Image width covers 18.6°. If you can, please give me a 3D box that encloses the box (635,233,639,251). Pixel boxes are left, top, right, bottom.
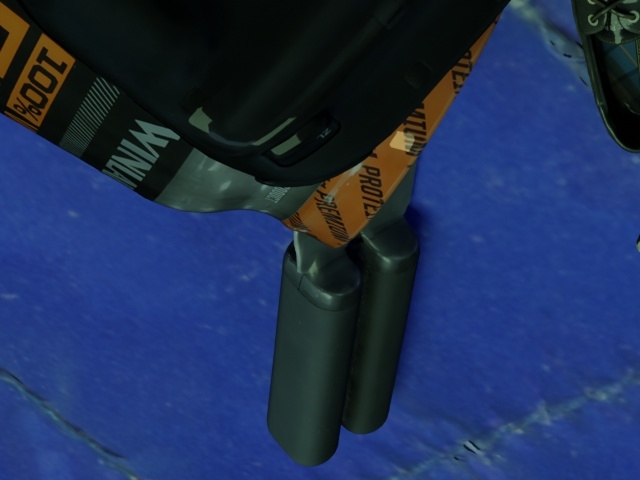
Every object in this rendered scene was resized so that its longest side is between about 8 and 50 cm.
[{"bbox_3d":[0.261,-0.067,0.734,0.169,0.087,0.290,30,138,2],"label":"box"}]

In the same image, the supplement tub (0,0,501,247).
[{"bbox_3d":[-0.090,-0.139,0.777,0.316,0.193,0.193,30,140,-6],"label":"supplement tub"}]

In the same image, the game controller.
[{"bbox_3d":[0.041,-0.166,0.636,0.166,0.067,0.319,39,96,-27],"label":"game controller"}]

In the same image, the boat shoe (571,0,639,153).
[{"bbox_3d":[0.131,-0.098,0.830,0.049,0.040,0.142,2,136,25],"label":"boat shoe"}]

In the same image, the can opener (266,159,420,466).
[{"bbox_3d":[0.000,0.000,1.001,0.095,0.076,0.283,45,149,27],"label":"can opener"}]
